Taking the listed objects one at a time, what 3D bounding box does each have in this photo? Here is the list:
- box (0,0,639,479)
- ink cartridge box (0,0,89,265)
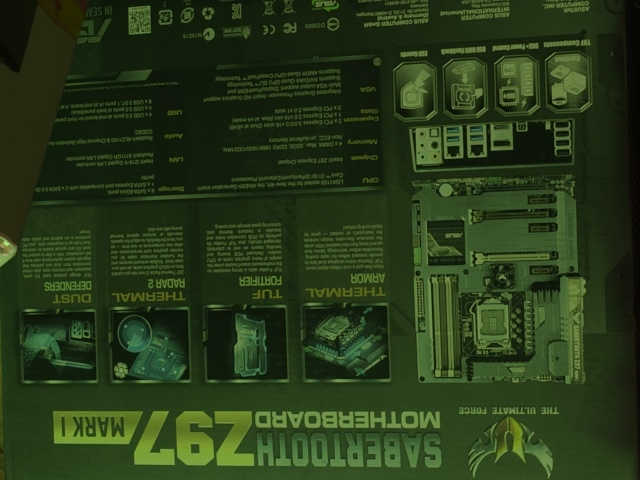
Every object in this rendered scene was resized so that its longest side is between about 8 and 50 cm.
[{"bbox_3d":[0.000,0.000,0.609,0.233,0.183,0.059,-3,178,20],"label":"box"},{"bbox_3d":[-0.146,-0.064,0.546,0.093,0.212,0.154,31,135,-24],"label":"ink cartridge box"}]
